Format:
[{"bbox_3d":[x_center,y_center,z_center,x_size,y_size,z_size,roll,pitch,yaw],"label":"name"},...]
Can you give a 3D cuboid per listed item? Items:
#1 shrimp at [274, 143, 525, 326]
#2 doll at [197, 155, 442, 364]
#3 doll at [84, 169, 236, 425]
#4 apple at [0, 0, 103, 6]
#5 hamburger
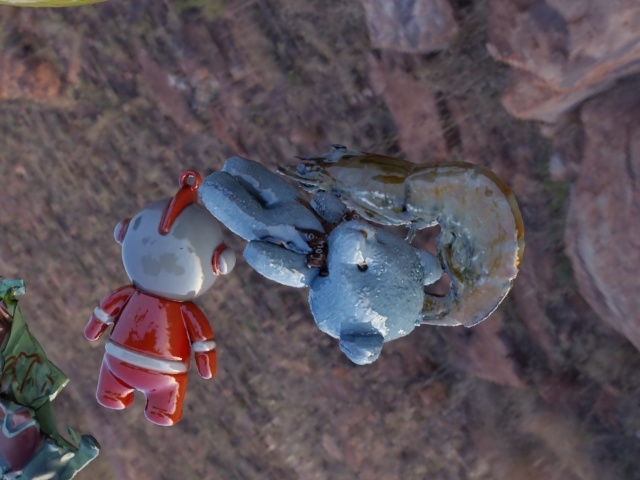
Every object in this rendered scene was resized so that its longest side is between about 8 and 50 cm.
[{"bbox_3d":[0.070,-0.007,1.087,0.296,0.058,0.169,13,100,36],"label":"shrimp"},{"bbox_3d":[0.003,-0.002,0.752,0.180,0.120,0.075,44,140,-1],"label":"doll"},{"bbox_3d":[-0.208,0.069,1.425,0.200,0.336,0.105,14,-173,18],"label":"doll"},{"bbox_3d":[-0.219,-0.337,0.796,0.339,0.340,0.339,45,156,26],"label":"apple"},{"bbox_3d":[-0.363,0.159,1.041,0.150,0.261,0.276,-121,9,-77],"label":"hamburger"}]
